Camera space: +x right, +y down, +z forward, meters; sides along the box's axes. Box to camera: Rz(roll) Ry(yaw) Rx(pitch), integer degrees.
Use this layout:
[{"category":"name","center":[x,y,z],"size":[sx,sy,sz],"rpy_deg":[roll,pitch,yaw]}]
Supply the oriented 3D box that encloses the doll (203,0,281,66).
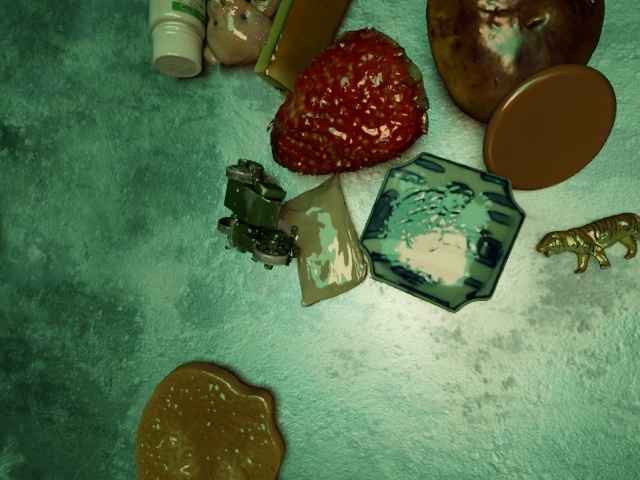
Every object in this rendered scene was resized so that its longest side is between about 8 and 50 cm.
[{"category":"doll","center":[-0.200,-0.576,0.968],"size":[0.201,0.156,0.303],"rpy_deg":[-6,81,14]}]

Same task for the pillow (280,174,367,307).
[{"category":"pillow","center":[0.000,0.000,0.925],"size":[0.173,0.067,0.270],"rpy_deg":[-19,81,11]}]

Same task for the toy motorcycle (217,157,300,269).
[{"category":"toy motorcycle","center":[-0.135,-0.061,0.898],"size":[0.275,0.127,0.205],"rpy_deg":[30,112,43]}]

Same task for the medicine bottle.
[{"category":"medicine bottle","center":[-0.354,-0.545,1.008],"size":[0.139,0.139,0.236],"rpy_deg":[-3,85,14]}]

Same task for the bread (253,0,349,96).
[{"category":"bread","center":[-0.024,-0.513,0.923],"size":[0.077,0.138,0.361],"rpy_deg":[24,92,44]}]

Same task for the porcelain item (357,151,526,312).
[{"category":"porcelain item","center":[0.238,-0.016,0.824],"size":[0.282,0.157,0.285],"rpy_deg":[24,93,13]}]

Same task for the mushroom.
[{"category":"mushroom","center":[0.371,-0.419,0.809],"size":[0.346,0.259,0.345],"rpy_deg":[-2,107,-5]}]

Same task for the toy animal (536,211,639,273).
[{"category":"toy animal","center":[0.559,0.000,0.793],"size":[0.241,0.057,0.099],"rpy_deg":[-20,82,12]}]

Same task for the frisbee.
[{"category":"frisbee","center":[0.435,-0.203,0.771],"size":[0.251,0.021,0.250],"rpy_deg":[-2,127,-3]}]

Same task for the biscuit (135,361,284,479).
[{"category":"biscuit","center":[-0.267,0.496,0.962],"size":[0.365,0.062,0.385],"rpy_deg":[13,90,12]}]

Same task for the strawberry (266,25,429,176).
[{"category":"strawberry","center":[0.038,-0.255,0.824],"size":[0.344,0.292,0.292],"rpy_deg":[-28,81,7]}]
